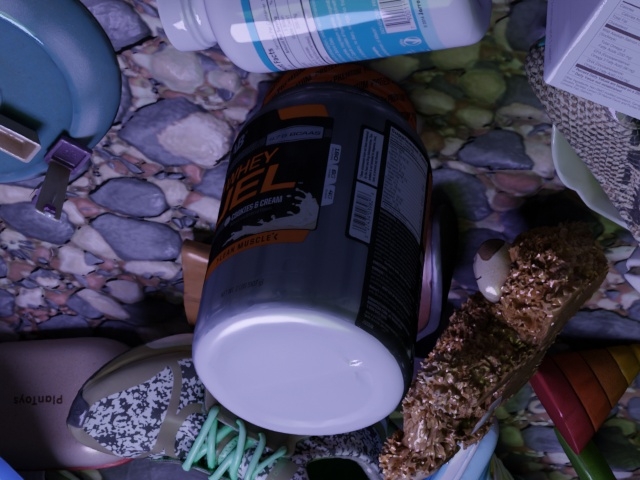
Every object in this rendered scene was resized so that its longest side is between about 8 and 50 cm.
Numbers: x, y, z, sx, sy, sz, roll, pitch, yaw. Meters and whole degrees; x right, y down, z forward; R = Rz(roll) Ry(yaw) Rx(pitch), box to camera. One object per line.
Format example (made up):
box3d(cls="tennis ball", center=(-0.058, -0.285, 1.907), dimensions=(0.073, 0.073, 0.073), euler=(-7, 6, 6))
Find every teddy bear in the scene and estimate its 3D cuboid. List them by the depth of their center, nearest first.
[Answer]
box3d(cls="teddy bear", center=(0.157, 0.111, 1.737), dimensions=(0.113, 0.245, 0.338), euler=(42, 142, 15))

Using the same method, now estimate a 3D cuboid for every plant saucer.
box3d(cls="plant saucer", center=(-0.350, -0.155, 1.640), dimensions=(0.318, 0.043, 0.317), euler=(4, 140, 4))

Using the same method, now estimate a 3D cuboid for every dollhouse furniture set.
box3d(cls="dollhouse furniture set", center=(-0.295, -0.059, 1.647), dimensions=(0.114, 0.081, 0.091), euler=(28, 136, -22))

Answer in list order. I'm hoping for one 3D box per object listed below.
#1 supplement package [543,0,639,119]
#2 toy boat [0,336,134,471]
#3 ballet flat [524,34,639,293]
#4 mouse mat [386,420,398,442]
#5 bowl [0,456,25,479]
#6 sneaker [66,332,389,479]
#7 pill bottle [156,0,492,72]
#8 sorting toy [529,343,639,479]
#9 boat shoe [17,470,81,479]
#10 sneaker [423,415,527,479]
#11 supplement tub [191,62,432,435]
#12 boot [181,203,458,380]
box3d(cls="supplement package", center=(0.317, -0.237, 1.303), dimensions=(0.198, 0.199, 0.262), euler=(19, 139, -12))
box3d(cls="toy boat", center=(-0.287, 0.193, 1.993), dimensions=(0.231, 0.151, 0.151), euler=(-3, 169, 14))
box3d(cls="ballet flat", center=(0.335, -0.029, 1.611), dimensions=(0.182, 0.164, 0.483), euler=(0, 139, 44))
box3d(cls="mouse mat", center=(0.036, 0.253, 2.087), dimensions=(0.153, 0.007, 0.189), euler=(-19, 134, 29))
box3d(cls="bowl", center=(-0.435, 0.273, 1.976), dimensions=(0.391, 0.077, 0.391), euler=(36, 160, 16))
box3d(cls="sneaker", center=(-0.072, 0.220, 1.862), dimensions=(0.410, 0.182, 0.158), euler=(12, 113, -30))
box3d(cls="pill bottle", center=(0.001, -0.218, 1.423), dimensions=(0.264, 0.146, 0.146), euler=(-5, 138, 16))
box3d(cls="sorting toy", center=(0.341, 0.224, 1.952), dimensions=(0.126, 0.127, 0.365), euler=(-31, 137, -1))
box3d(cls="boat shoe", center=(-0.308, 0.368, 2.220), dimensions=(0.088, 0.096, 0.267), euler=(-13, 128, 30))
box3d(cls="sneaker", center=(0.206, 0.288, 2.013), dimensions=(0.208, 0.127, 0.319), euler=(12, 146, -6))
box3d(cls="supplement tub", center=(0.000, 0.000, 1.550), dimensions=(0.194, 0.316, 0.193), euler=(5, 139, 4))
box3d(cls="boot", center=(-0.004, 0.030, 1.792), dimensions=(0.281, 0.096, 0.264), euler=(14, 148, 5))
